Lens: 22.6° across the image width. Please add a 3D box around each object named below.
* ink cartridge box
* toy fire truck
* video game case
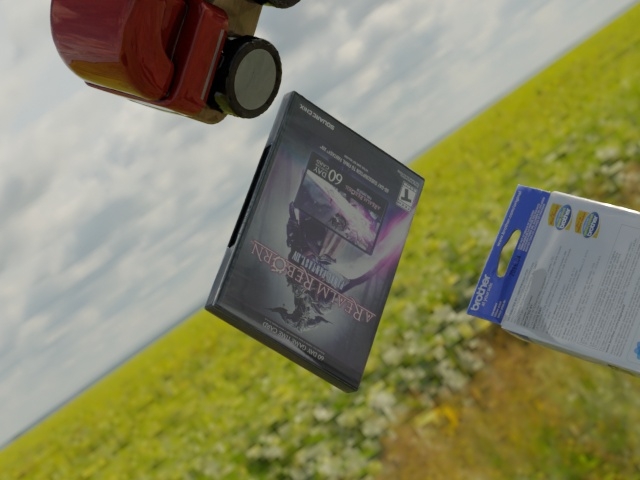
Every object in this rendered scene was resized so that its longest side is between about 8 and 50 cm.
[{"bbox_3d":[0.345,0.055,1.910,0.065,0.311,0.186,33,-103,-57],"label":"ink cartridge box"},{"bbox_3d":[-0.107,-0.201,1.036,0.246,0.158,0.217,16,-88,-52],"label":"toy fire truck"},{"bbox_3d":[0.000,0.000,1.726,0.026,0.196,0.274,-23,42,52],"label":"video game case"}]
